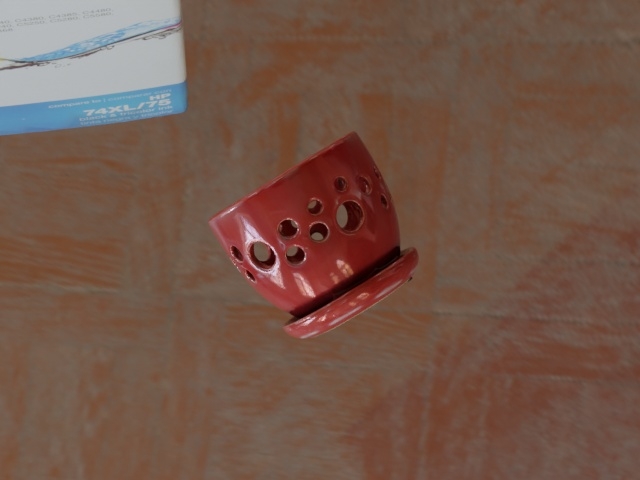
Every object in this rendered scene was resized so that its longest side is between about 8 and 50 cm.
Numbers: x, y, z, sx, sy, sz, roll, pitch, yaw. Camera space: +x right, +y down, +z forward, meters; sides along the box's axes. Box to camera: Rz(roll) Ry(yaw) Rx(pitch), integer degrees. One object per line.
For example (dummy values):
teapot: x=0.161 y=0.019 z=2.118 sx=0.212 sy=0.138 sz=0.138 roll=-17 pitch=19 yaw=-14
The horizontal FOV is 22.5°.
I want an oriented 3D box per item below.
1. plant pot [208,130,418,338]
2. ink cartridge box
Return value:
plant pot: x=0.000 y=0.000 z=1.741 sx=0.191 sy=0.191 sz=0.174 roll=-31 pitch=91 yaw=10
ink cartridge box: x=-0.188 y=-0.200 z=0.965 sx=0.197 sy=0.270 sz=0.198 roll=-6 pitch=77 yaw=-5
